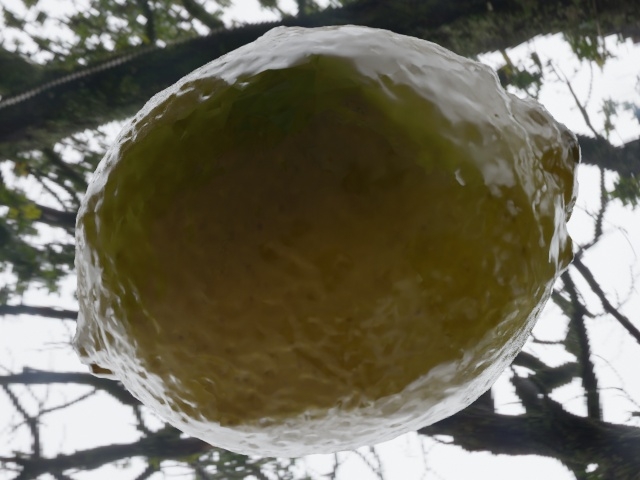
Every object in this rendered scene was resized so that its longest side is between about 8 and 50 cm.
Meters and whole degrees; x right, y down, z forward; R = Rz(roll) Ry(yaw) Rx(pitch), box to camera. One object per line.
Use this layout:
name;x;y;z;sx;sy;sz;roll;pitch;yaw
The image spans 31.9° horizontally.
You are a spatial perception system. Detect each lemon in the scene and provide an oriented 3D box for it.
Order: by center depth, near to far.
lemon;0.000;0.000;0.537;0.260;0.204;0.204;-20;-105;4
